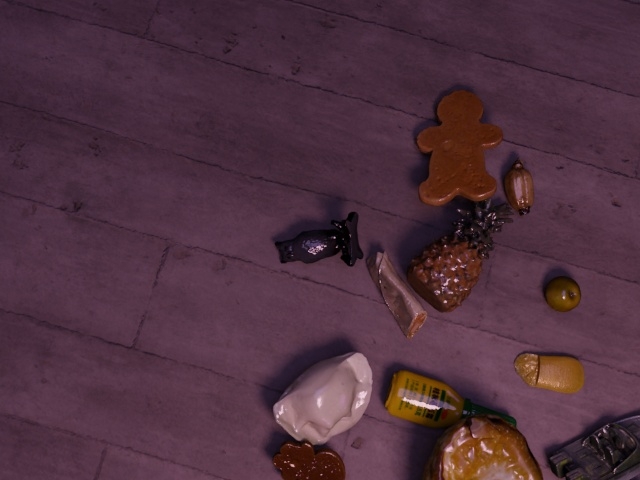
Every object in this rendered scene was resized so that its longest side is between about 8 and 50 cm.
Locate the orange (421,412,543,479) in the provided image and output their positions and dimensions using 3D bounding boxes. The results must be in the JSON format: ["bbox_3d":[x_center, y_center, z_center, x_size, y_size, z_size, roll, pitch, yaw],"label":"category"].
[{"bbox_3d":[0.349,0.572,1.695,0.271,0.210,0.368,6,75,-9],"label":"orange"}]

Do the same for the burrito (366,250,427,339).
[{"bbox_3d":[0.183,0.125,1.863,0.060,0.087,0.226,-17,71,-46],"label":"burrito"}]

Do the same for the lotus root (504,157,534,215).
[{"bbox_3d":[0.504,-0.137,1.946,0.072,0.063,0.151,-5,83,23],"label":"lotus root"}]

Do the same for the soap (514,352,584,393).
[{"bbox_3d":[0.555,0.321,1.856,0.169,0.033,0.089,4,74,-1],"label":"soap"}]

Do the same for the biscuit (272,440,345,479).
[{"bbox_3d":[-0.023,0.518,1.756,0.175,0.026,0.124,33,99,-10],"label":"biscuit"}]

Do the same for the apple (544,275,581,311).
[{"bbox_3d":[0.597,0.132,1.883,0.090,0.074,0.089,2,85,-22],"label":"apple"}]

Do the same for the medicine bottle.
[{"bbox_3d":[0.307,0.397,1.804,0.309,0.076,0.111,17,84,0],"label":"medicine bottle"}]

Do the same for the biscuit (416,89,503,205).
[{"bbox_3d":[0.352,-0.235,1.938,0.216,0.047,0.339,-4,60,11],"label":"biscuit"}]

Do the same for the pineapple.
[{"bbox_3d":[0.359,0.013,1.862,0.169,0.169,0.340,43,74,7],"label":"pineapple"}]

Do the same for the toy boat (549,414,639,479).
[{"bbox_3d":[0.691,0.479,1.774,0.320,0.141,0.092,-23,116,-11],"label":"toy boat"}]

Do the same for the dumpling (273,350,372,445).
[{"bbox_3d":[0.021,0.372,1.776,0.252,0.131,0.179,-37,104,-14],"label":"dumpling"}]

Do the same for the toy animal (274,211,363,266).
[{"bbox_3d":[-0.003,0.000,1.881,0.210,0.117,0.121,-5,104,20],"label":"toy animal"}]
